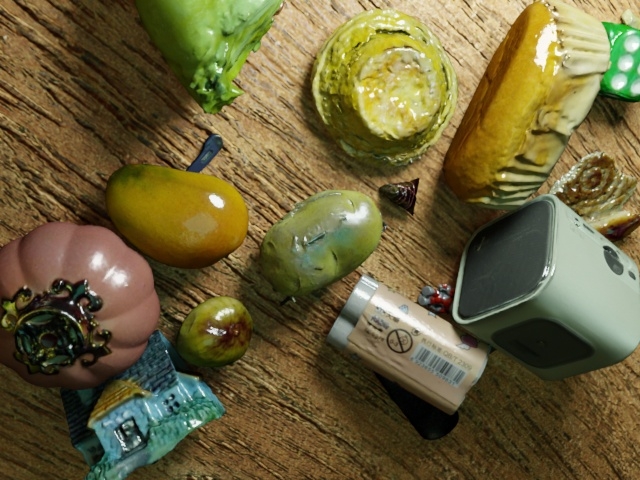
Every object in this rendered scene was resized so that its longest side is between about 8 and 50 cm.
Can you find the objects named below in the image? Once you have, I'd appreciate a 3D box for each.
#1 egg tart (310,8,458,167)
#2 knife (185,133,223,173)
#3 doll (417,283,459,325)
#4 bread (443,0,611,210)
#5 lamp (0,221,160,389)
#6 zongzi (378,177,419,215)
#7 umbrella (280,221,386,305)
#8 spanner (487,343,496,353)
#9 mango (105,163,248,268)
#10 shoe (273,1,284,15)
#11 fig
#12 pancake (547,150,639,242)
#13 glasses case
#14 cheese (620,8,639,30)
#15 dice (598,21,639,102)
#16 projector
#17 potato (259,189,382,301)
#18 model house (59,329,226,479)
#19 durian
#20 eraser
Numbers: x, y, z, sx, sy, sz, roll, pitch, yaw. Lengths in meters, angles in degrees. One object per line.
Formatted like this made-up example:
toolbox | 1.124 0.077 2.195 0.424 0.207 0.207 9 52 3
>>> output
egg tart | 0.126 -0.272 1.203 0.294 0.123 0.294 -3 106 -11
knife | -0.222 -0.147 1.221 0.031 0.018 0.121 39 96 -27
doll | 0.294 0.139 1.396 0.180 0.079 0.094 20 117 -4
bread | 0.360 -0.242 1.203 0.183 0.236 0.389 15 104 -17
lamp | -0.433 0.121 1.138 0.305 0.239 0.305 -1 108 -4
zongzi | 0.168 -0.081 1.310 0.083 0.067 0.073 -13 103 -26
umbrella | 0.022 0.043 1.331 0.269 0.044 0.044 -37 137 10
spanner | 0.385 0.233 1.473 0.254 0.015 0.054 -34 113 0
mango | -0.256 -0.039 1.187 0.254 0.139 0.176 10 96 -8
shoe | -0.083 -0.441 1.134 0.072 0.069 0.109 1 112 -19
fig | -0.202 0.178 1.271 0.153 0.121 0.136 -18 106 -16
pancake | 0.568 -0.053 1.401 0.257 0.056 0.212 -44 110 4
glasses case | 0.206 0.325 1.434 0.103 0.067 0.267 -34 111 2
cheese | 0.625 -0.420 1.308 0.083 0.044 0.030 34 113 -22
dice | 0.571 -0.343 1.279 0.131 0.120 0.128 15 104 -15
projector | 0.438 0.097 1.289 0.249 0.249 0.248 33 142 -19
potato | 0.000 0.000 1.243 0.248 0.143 0.169 -30 100 2
model house | -0.348 0.299 1.248 0.261 0.226 0.241 -32 81 -3
durian | -0.179 -0.398 1.055 0.256 0.204 0.340 -37 91 9
eraser | 0.168 0.210 1.314 0.290 0.087 0.171 30 111 6
